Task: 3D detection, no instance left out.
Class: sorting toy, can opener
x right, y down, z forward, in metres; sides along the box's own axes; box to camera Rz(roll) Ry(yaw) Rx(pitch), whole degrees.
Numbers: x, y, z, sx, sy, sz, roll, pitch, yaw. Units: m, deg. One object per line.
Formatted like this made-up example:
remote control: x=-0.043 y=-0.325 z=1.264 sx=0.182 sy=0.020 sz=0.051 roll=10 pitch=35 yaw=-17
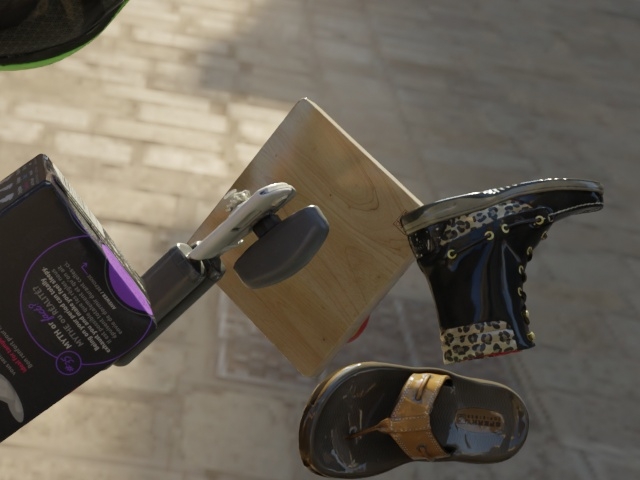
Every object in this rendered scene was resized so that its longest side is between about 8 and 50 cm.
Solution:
sorting toy: x=0.000 y=0.000 z=1.995 sx=0.257 sy=0.255 sz=0.089 roll=45 pitch=13 yaw=26
can opener: x=-0.120 y=0.042 z=1.510 sx=0.093 sy=0.280 sz=0.074 roll=58 pitch=22 yaw=14

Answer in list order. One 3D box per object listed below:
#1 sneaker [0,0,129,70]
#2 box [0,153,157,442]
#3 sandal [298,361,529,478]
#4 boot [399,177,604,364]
sneaker: x=-0.180 y=-0.310 z=1.443 sx=0.482 sy=0.185 sz=0.202 roll=-24 pitch=-13 yaw=1
box: x=-0.298 y=0.074 z=1.357 sx=0.270 sy=0.165 sz=0.143 roll=-35 pitch=17 yaw=-2
sandal: x=0.082 y=0.140 z=1.196 sx=0.219 sy=0.090 sz=0.060 roll=8 pitch=-9 yaw=-32
boot: x=0.215 y=0.032 z=1.712 sx=0.236 sy=0.179 sz=0.085 roll=-10 pitch=-9 yaw=-17
